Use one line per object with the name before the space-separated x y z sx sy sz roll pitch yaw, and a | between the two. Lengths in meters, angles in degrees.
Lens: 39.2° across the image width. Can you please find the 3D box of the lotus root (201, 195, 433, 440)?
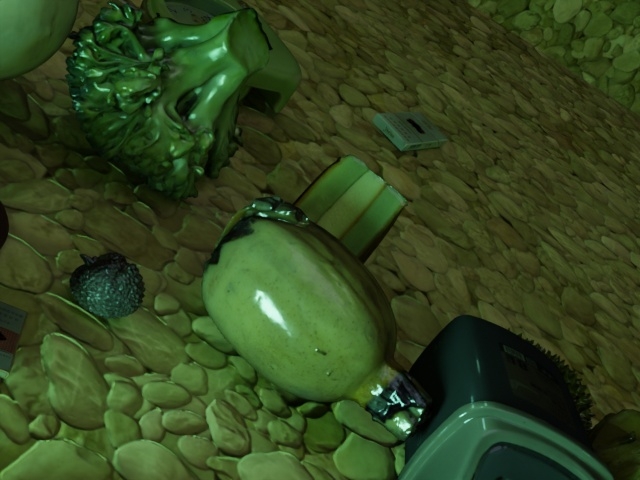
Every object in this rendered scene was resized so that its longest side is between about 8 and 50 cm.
lotus root | 0.000 0.094 0.997 0.310 0.183 0.183 43 30 8

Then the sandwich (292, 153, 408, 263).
sandwich | 0.000 0.000 1.122 0.117 0.187 0.144 40 24 6

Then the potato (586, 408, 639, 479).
potato | 0.417 0.328 1.036 0.246 0.196 0.300 48 37 -15

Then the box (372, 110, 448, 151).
box | 0.179 -0.217 1.772 0.090 0.024 0.167 48 32 19

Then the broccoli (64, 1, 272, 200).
broccoli | -0.170 -0.184 1.131 0.288 0.245 0.248 -34 102 -61

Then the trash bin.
trash bin | 0.200 0.232 1.017 0.209 0.182 0.290 29 25 -11

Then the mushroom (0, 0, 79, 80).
mushroom | -0.419 -0.330 0.955 0.314 0.336 0.314 -3 21 1

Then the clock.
clock | -0.192 -0.316 1.440 0.308 0.096 0.235 -1 48 -48

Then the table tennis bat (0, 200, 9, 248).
table tennis bat | -0.436 -0.063 0.880 0.274 0.021 0.154 28 28 -26

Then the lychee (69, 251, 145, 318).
lychee | -0.221 0.045 0.928 0.083 0.068 0.067 48 -15 -15

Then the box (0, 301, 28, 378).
box | -0.303 0.089 0.835 0.046 0.012 0.083 26 30 -21

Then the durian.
durian | 0.306 0.196 1.227 0.095 0.137 0.221 -31 63 -21
